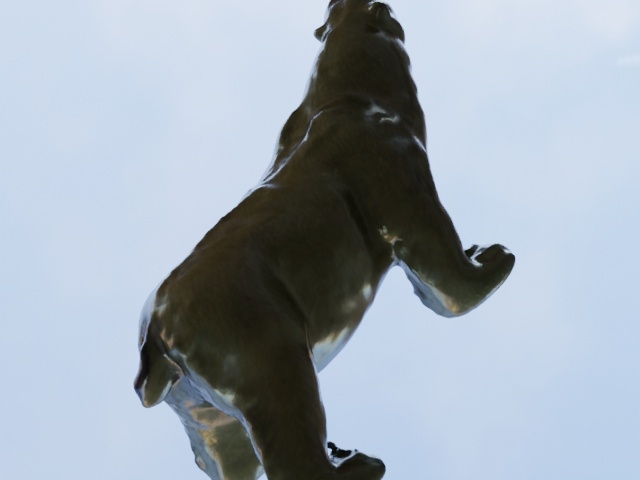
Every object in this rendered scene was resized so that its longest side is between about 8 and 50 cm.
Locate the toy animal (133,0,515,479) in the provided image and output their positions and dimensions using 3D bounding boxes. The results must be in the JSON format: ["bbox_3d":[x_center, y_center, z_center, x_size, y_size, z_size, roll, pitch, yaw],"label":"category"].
[{"bbox_3d":[0.000,0.000,0.728,0.101,0.103,0.218,49,-124,-20],"label":"toy animal"}]
